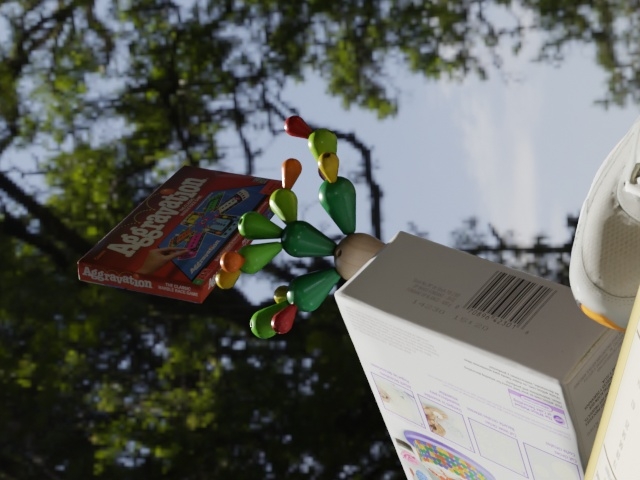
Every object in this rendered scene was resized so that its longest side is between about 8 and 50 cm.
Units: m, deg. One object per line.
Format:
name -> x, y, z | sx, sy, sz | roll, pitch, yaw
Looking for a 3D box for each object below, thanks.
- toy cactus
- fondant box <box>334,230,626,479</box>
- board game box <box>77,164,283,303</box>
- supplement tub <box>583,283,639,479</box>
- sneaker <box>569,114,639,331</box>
toy cactus -> 0.000, 0.000, 1.151 | 0.112, 0.180, 0.219 | 33, -104, -73
fondant box -> 0.169, 0.167, 1.039 | 0.096, 0.238, 0.330 | -43, -48, -27
board game box -> -0.150, -0.015, 1.371 | 0.281, 0.145, 0.027 | -55, -30, -59
supplement tub -> 0.212, 0.077, 0.378 | 0.241, 0.241, 0.331 | -51, -27, -64
sneaker -> 0.209, -0.076, 0.644 | 0.262, 0.099, 0.121 | -58, -33, -5
